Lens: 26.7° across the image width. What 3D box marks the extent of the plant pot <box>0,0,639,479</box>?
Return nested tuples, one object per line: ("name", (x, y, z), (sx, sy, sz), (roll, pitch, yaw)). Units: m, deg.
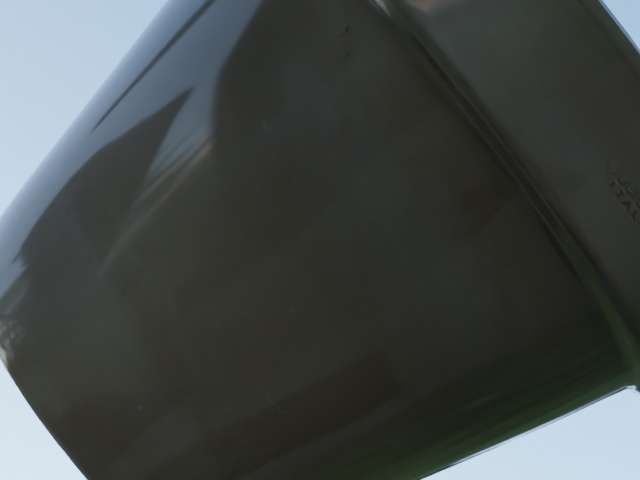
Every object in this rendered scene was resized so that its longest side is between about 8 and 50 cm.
("plant pot", (0.000, 0.000, 0.650), (0.280, 0.323, 0.323), (-38, -42, 0))
